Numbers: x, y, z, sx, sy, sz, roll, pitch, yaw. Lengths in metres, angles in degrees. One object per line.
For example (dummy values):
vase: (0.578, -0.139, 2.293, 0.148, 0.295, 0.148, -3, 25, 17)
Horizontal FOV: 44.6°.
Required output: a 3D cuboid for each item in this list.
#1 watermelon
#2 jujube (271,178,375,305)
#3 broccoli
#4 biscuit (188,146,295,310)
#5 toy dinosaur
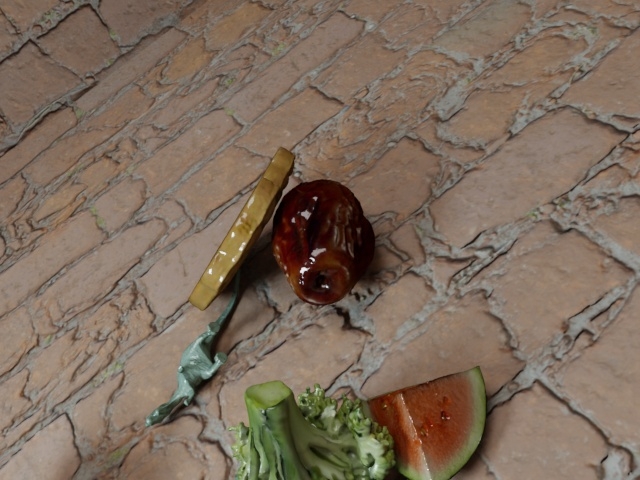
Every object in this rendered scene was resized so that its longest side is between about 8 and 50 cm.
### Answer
watermelon: (0.143, 0.264, 1.148, 0.193, 0.137, 0.145, -60, 11, -29)
jujube: (0.000, 0.000, 1.433, 0.197, 0.197, 0.290, -24, 29, 12)
broccoli: (-0.036, 0.306, 1.098, 0.262, 0.243, 0.247, 1, 37, 29)
biscuit: (-0.150, -0.013, 1.508, 0.351, 0.057, 0.312, -57, 8, 15)
toy dinosaur: (-0.199, 0.188, 1.465, 0.129, 0.076, 0.383, -24, 25, 51)
